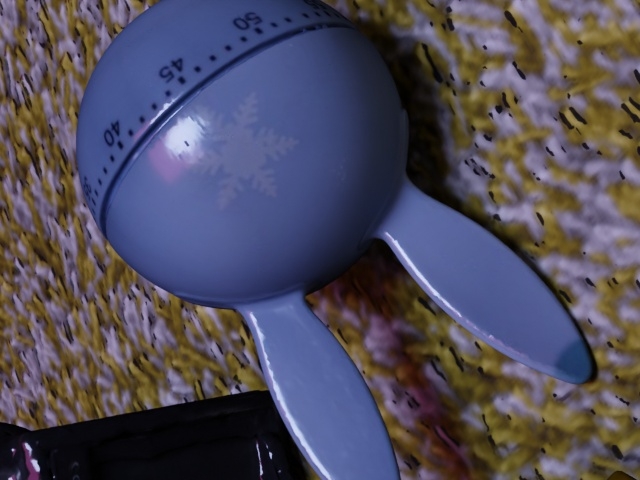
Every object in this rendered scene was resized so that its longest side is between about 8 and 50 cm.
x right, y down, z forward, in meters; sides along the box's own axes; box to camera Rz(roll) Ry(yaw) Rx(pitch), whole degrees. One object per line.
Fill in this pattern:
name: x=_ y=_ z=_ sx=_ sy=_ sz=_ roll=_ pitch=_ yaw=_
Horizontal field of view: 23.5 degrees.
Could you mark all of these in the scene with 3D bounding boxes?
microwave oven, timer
microwave oven: x=-0.111 y=0.212 z=0.837 sx=0.188 sy=0.178 sz=0.247 roll=-16 pitch=83 yaw=51
timer: x=-0.006 y=-0.008 z=0.742 sx=0.255 sy=0.175 sz=0.175 roll=50 pitch=135 yaw=-6

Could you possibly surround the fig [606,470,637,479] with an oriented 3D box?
fig: x=0.057 y=0.254 z=0.556 sx=0.343 sy=0.343 sz=0.343 roll=7 pitch=99 yaw=48
